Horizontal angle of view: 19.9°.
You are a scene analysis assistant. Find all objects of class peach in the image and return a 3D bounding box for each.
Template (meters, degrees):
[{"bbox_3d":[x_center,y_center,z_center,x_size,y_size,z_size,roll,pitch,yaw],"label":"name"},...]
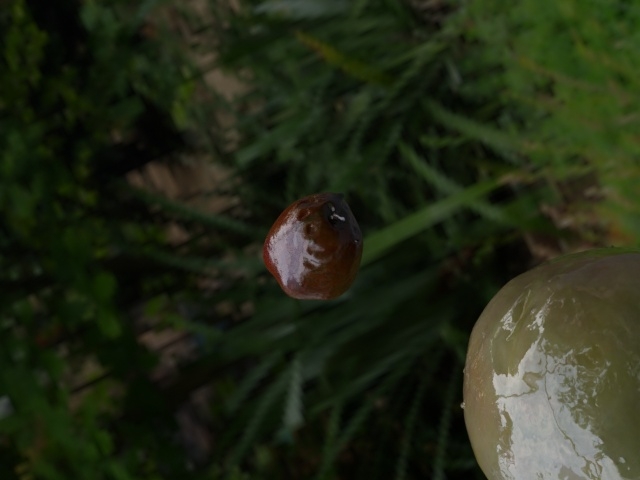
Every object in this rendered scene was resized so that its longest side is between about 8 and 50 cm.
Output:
[{"bbox_3d":[0.255,0.129,1.451,0.292,0.247,0.292,42,-168,-11],"label":"peach"}]

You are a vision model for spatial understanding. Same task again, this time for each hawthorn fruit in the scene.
[{"bbox_3d":[0.000,0.000,1.452,0.081,0.081,0.093,59,137,32],"label":"hawthorn fruit"}]
